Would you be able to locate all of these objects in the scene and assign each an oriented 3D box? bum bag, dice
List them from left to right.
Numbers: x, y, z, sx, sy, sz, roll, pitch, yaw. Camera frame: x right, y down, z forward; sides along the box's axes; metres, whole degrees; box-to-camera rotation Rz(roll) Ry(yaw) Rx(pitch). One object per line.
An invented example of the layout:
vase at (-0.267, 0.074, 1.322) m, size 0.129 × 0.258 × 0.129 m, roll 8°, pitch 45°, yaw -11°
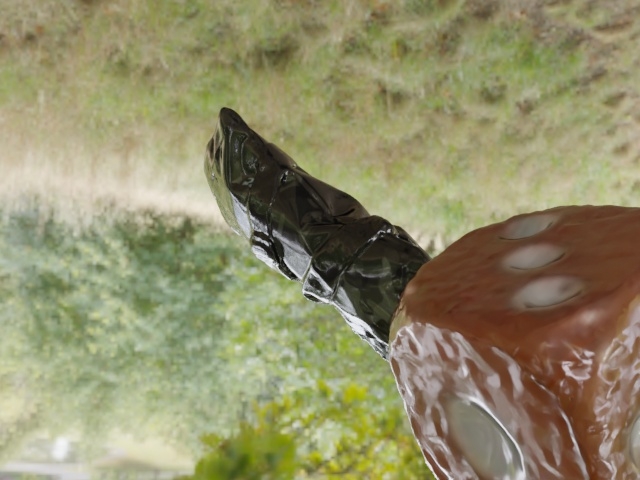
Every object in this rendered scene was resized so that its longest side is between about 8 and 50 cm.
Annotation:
bum bag at (0.000, 0.000, 0.883) m, size 0.095 × 0.340 × 0.144 m, roll -35°, pitch 145°, yaw -24°
dice at (0.166, 0.085, 0.632) m, size 0.179 × 0.175 × 0.174 m, roll -29°, pitch -159°, yaw -29°
